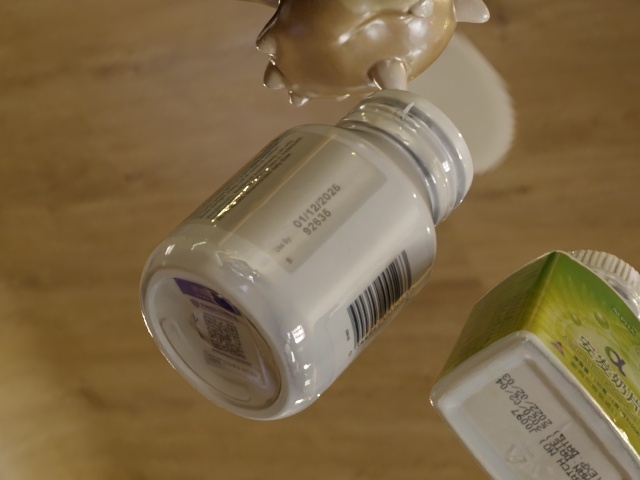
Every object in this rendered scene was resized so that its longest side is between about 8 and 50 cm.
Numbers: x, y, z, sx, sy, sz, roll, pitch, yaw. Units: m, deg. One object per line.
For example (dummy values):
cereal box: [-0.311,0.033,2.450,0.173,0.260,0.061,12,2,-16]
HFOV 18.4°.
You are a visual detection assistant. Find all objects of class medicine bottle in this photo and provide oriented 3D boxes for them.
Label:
medicine bottle: [0.153,0.082,1.230,0.088,0.188,0.132,-37,-81,28]
medicine bottle: [0.000,0.000,1.234,0.135,0.215,0.135,28,-38,24]

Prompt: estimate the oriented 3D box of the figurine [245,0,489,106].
figurine: [0.003,-0.187,1.452,0.247,0.177,0.173,-2,-48,43]
